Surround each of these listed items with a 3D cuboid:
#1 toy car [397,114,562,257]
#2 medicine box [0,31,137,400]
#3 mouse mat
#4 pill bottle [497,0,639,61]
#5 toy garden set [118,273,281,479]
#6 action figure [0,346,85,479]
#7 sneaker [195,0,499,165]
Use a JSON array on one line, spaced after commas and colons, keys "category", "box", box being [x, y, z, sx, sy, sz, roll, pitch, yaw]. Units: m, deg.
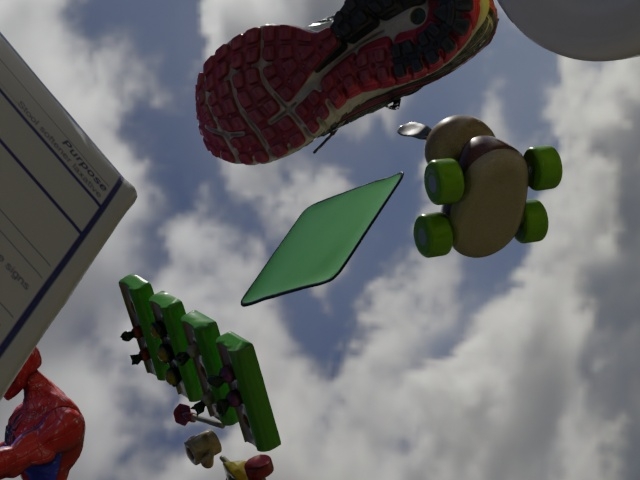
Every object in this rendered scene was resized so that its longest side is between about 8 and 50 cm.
[{"category": "toy car", "box": [0.166, -0.086, 1.640, 0.188, 0.155, 0.149, -121, 30, -46]}, {"category": "medicine box", "box": [-0.236, -0.029, 0.526, 0.263, 0.149, 0.289, 51, -160, -14]}, {"category": "mouse mat", "box": [0.000, 0.000, 1.433, 0.007, 0.189, 0.153, 45, -120, -19]}, {"category": "pill bottle", "box": [0.282, -0.255, 1.170, 0.334, 0.187, 0.188, -21, -67, -57]}, {"category": "toy garden set", "box": [-0.121, 0.160, 1.349, 0.049, 0.244, 0.204, -26, -64, -25]}, {"category": "action figure", "box": [-0.202, 0.204, 0.911, 0.139, 0.091, 0.280, -14, -77, -23]}, {"category": "sneaker", "box": [0.020, -0.145, 1.239, 0.112, 0.299, 0.121, 0, -107, -63]}]
